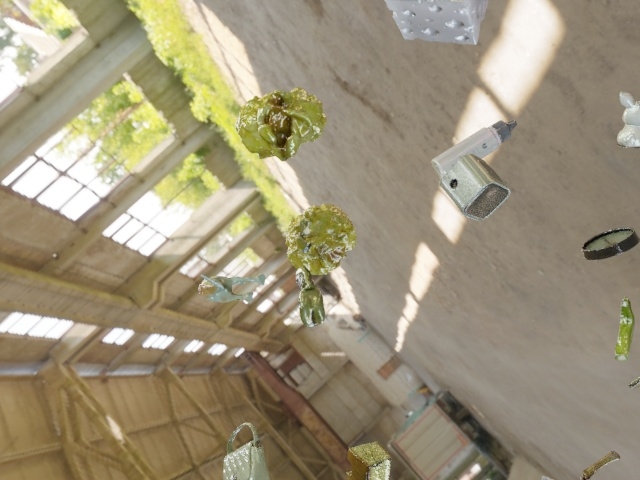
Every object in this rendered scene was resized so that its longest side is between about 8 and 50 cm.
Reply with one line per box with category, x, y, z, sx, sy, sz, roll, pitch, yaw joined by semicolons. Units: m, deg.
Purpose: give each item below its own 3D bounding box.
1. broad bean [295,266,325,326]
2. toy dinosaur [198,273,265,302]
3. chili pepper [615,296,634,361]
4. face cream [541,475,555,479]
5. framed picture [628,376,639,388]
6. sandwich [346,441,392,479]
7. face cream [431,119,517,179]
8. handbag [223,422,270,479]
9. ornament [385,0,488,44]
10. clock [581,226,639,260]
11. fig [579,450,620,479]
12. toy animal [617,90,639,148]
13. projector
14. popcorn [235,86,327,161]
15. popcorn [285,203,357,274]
broad bean;-0.030;0.168;1.802;0.206;0.072;0.153;-101;3;-60
toy dinosaur;-0.281;0.140;1.824;0.205;0.092;0.393;1;179;12
chili pepper;0.941;0.275;1.901;0.050;0.201;0.052;18;160;-5
face cream;0.742;0.775;1.535;0.420;0.234;0.137;14;-168;24
framed picture;1.015;0.289;1.656;0.255;0.338;0.014;3;-134;-40
sandwich;0.172;0.837;2.163;0.128;0.122;0.235;32;125;52
face cream;0.528;-0.317;2.077;0.092;0.311;0.092;57;179;2
handbag;-0.249;0.705;1.971;0.256;0.079;0.219;-44;50;48
ornament;0.359;-0.751;1.821;0.239;0.240;0.240;13;173;25
clock;0.979;0.010;2.086;0.040;0.184;0.184;64;173;-7
fig;0.610;0.632;1.407;0.204;0.186;0.249;-45;51;53
toy animal;0.715;-0.273;1.401;0.071;0.085;0.124;25;120;43
projector;0.281;-0.096;1.122;0.083;0.083;0.082;16;-145;-43
popcorn;-0.112;-0.333;1.734;0.255;0.256;0.195;-123;22;-66
popcorn;-0.003;-0.004;2.049;0.249;0.249;0.225;47;-179;4
